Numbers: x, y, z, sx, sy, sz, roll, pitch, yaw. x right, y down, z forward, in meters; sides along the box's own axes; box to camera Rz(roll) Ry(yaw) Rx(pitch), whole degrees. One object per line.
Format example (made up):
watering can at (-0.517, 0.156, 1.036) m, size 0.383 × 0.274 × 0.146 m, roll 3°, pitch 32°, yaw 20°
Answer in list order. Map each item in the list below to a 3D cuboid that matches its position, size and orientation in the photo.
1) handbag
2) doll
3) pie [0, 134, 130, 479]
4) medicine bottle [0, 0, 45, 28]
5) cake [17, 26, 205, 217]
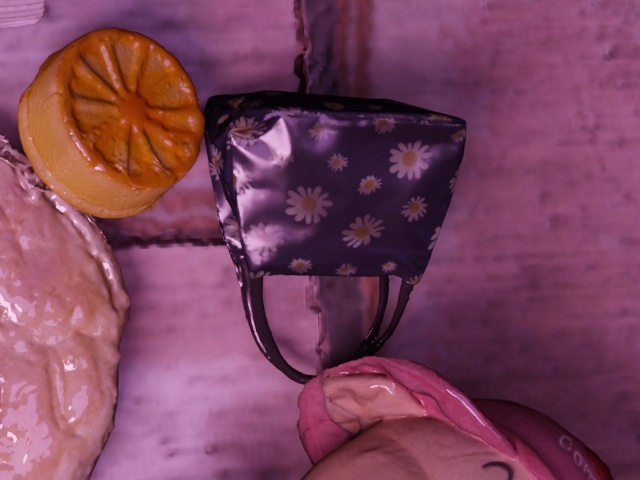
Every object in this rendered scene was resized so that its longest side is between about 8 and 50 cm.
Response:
handbag at (0.000, 0.000, 0.890) m, size 0.115 × 0.072 × 0.139 m, roll 2°, pitch 103°, yaw -18°
doll at (0.026, 0.166, 0.851) m, size 0.256 × 0.152 × 0.196 m, roll -35°, pitch 113°, yaw -17°
pie at (-0.176, 0.041, 0.840) m, size 0.185 × 0.052 × 0.218 m, roll -26°, pitch 95°, yaw -12°
medicine bottle at (-0.216, -0.129, 0.807) m, size 0.188 × 0.088 × 0.132 m, roll -6°, pitch 92°, yaw -16°
cake at (-0.094, -0.053, 0.856) m, size 0.084 × 0.044 × 0.084 m, roll 15°, pitch 63°, yaw -31°
